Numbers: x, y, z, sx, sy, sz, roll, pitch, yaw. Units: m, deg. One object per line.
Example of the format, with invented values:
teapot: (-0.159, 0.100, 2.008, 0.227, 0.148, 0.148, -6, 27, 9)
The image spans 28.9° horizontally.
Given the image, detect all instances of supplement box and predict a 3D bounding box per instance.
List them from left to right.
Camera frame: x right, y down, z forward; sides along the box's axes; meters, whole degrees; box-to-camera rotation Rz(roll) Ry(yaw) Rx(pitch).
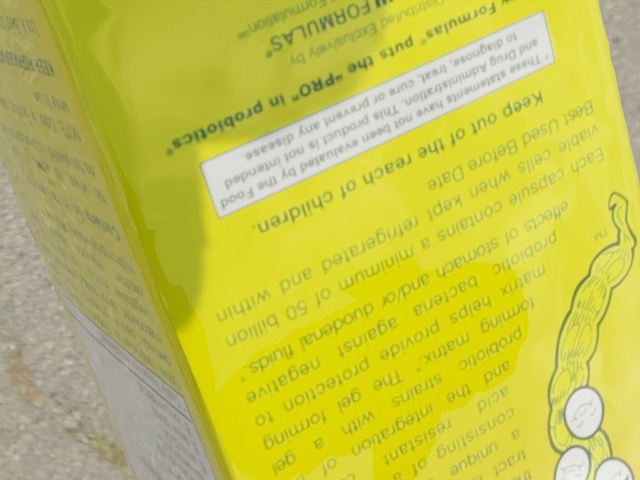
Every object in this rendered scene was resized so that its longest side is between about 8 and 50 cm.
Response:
supplement box: (0.000, 0.000, 0.513, 0.195, 0.194, 0.357, -26, 113, -20)
